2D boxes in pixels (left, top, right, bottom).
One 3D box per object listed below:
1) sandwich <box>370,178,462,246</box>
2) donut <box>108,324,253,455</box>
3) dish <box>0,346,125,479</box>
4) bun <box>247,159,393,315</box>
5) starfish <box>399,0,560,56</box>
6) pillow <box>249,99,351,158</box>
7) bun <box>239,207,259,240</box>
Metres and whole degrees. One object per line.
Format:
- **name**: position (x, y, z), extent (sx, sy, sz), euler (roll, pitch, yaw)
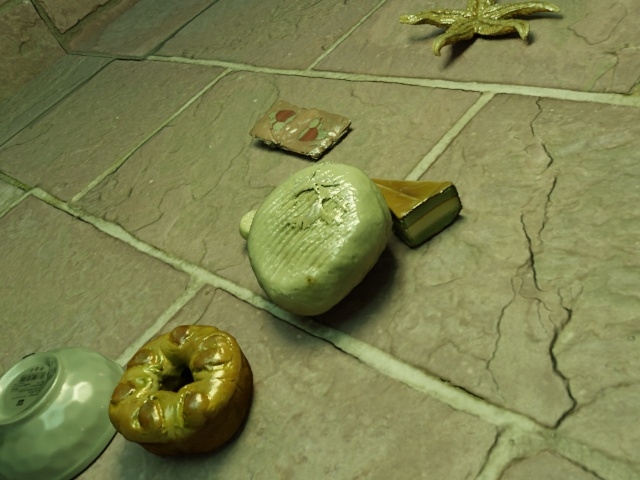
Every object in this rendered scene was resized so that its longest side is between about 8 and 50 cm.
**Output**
- **sandwich**: position (0.161, -0.077, 1.189), extent (0.114, 0.079, 0.163), euler (-32, 36, -7)
- **donut**: position (-0.213, 0.233, 1.038), extent (0.227, 0.113, 0.226), euler (-18, 39, 15)
- **dish**: position (-0.482, 0.284, 1.144), extent (0.303, 0.120, 0.303), euler (-16, 39, 14)
- **bun**: position (0.004, 0.000, 1.130), extent (0.273, 0.168, 0.272), euler (-21, 49, 26)
- **starfish**: position (0.369, -0.544, 1.576), extent (0.376, 0.094, 0.326), euler (-3, 54, 20)
- **pillow**: position (-0.051, -0.259, 1.553), extent (0.248, 0.049, 0.135), euler (23, 61, 41)
- **bun**: position (-0.120, -0.024, 1.324), extent (0.086, 0.054, 0.086), euler (-6, 47, 7)
